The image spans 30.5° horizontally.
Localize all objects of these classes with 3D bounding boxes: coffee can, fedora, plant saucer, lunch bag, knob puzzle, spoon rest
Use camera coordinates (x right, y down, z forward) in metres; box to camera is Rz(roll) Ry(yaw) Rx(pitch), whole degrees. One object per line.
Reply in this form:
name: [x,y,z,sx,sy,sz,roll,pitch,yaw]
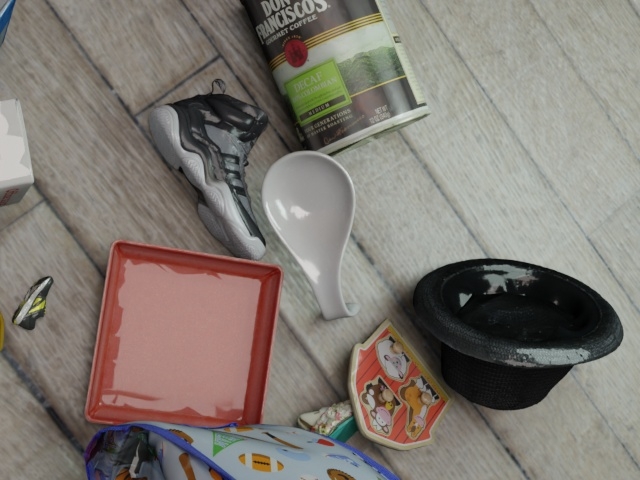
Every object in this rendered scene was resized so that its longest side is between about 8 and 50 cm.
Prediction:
coffee can: [0.023,-0.277,1.748,0.201,0.201,0.275,-23,91,-21]
fedora: [0.290,0.156,1.795,0.334,0.334,0.153,2,118,-19]
plant saucer: [-0.197,0.144,1.692,0.258,0.047,0.259,10,85,-18]
lunch bag: [-0.071,0.357,1.465,0.328,0.385,0.239,12,108,-56]
knob puzzle: [0.115,0.230,1.763,0.213,0.030,0.213,21,55,-33]
spoon rest: [0.000,0.000,1.713,0.137,0.084,0.276,-12,112,10]

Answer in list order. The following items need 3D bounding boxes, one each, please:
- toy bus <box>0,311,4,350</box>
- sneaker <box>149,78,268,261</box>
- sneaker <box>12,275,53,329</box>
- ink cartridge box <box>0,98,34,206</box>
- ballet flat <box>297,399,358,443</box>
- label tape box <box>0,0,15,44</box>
toy bus: [-0.517,0.142,1.553,0.191,0.202,0.104,-57,133,-24]
sneaker: [-0.124,-0.109,1.729,0.153,0.101,0.269,-35,97,-22]
sneaker: [-0.398,0.088,1.648,0.035,0.031,0.083,40,76,-25]
ink cartridge box: [-0.529,-0.089,1.526,0.283,0.207,0.117,-13,89,-20]
ballet flat: [-0.023,0.302,1.727,0.077,0.091,0.241,38,65,19]
label tape box: [-0.574,-0.356,1.521,0.347,0.249,0.115,36,73,-12]
